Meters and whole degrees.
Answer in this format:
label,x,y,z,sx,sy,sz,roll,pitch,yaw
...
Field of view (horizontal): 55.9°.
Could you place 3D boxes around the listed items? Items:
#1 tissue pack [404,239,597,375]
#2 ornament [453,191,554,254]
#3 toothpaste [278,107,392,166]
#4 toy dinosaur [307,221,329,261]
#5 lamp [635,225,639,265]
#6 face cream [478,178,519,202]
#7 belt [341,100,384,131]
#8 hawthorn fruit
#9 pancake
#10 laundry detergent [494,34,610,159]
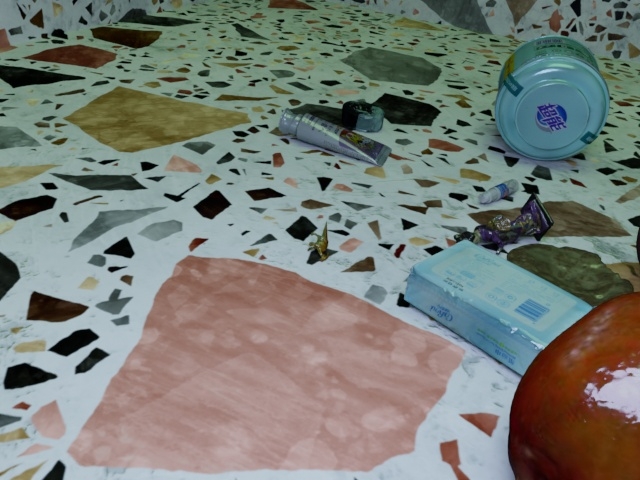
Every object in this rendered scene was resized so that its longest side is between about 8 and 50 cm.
label,x,y,z,sx,sy,sz,roll,pitch,yaw
tissue pack,0.295,0.107,1.013,0.177,0.089,0.263,-23,40,-39
ornament,0.372,-0.014,1.240,0.203,0.088,0.081,-22,64,-18
toothpaste,0.037,-0.271,1.591,0.299,0.073,0.114,21,35,9
toy dinosaur,-0.003,0.000,1.187,0.041,0.026,0.113,9,41,-8
lamp,0.707,0.011,1.097,0.247,0.247,0.247,4,32,-3
face cream,0.420,-0.114,1.428,0.130,0.034,0.034,-21,41,-35
belt,0.121,-0.361,1.746,0.140,0.058,0.105,28,42,30
hawthorn fruit,0.380,0.211,0.711,0.311,0.295,0.295,-9,27,22
pancake,0.462,0.073,1.135,0.222,0.042,0.236,-20,37,-27
laundry detergent,0.628,-0.388,1.656,0.287,0.287,0.305,13,33,11
